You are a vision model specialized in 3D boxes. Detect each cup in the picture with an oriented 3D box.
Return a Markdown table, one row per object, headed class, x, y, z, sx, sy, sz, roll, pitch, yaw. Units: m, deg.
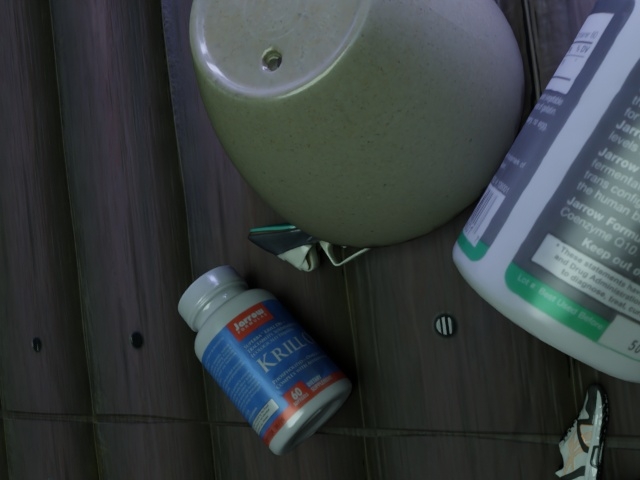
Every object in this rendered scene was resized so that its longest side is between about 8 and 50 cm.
| class | x | y | z | sx | sy | sz | roll | pitch | yaw |
| --- | --- | --- | --- | --- | --- | --- | --- | --- | --- |
| cup | 0.011 | -0.173 | 0.593 | 0.331 | 0.237 | 0.331 | -4 | 79 | 24 |

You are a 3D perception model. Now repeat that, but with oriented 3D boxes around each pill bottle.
| class | x | y | z | sx | sy | sz | roll | pitch | yaw |
| --- | --- | --- | --- | --- | --- | --- | --- | --- | --- |
| pill bottle | -0.076 | 0.138 | 0.757 | 0.221 | 0.124 | 0.124 | 45 | 112 | 20 |
| pill bottle | 0.279 | -0.086 | 0.493 | 0.204 | 0.204 | 0.361 | 36 | 109 | 24 |

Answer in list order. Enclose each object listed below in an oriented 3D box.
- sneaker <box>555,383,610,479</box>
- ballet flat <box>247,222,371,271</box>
| class | x | y | z | sx | sy | sz | roll | pitch | yaw |
| --- | --- | --- | --- | --- | --- | --- | --- | --- | --- |
| sneaker | 0.260 | 0.194 | 0.611 | 0.043 | 0.040 | 0.109 | 10 | 94 | 37 |
| ballet flat | 0.000 | 0.000 | 0.740 | 0.203 | 0.074 | 0.074 | -13 | 86 | 28 |
